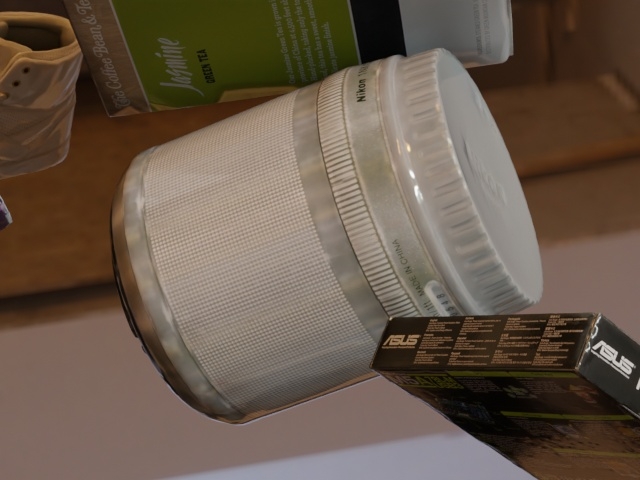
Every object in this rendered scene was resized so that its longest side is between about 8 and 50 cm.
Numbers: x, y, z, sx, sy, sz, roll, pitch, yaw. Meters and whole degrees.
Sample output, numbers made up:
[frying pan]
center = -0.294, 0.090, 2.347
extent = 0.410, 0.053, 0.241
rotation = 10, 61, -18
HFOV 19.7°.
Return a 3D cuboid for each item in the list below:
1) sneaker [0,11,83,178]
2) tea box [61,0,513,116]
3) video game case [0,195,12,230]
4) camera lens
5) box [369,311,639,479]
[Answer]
[sneaker]
center = -0.336, -0.121, 1.638
extent = 0.108, 0.292, 0.169
rotation = 42, -45, 24
[tea box]
center = -0.035, -0.303, 1.397
extent = 0.220, 0.323, 0.329
rotation = 77, 8, -59
[video game case]
center = -0.272, -0.014, 0.737
extent = 0.210, 0.232, 0.042
rotation = 46, -13, 32
[camera lens]
center = 0.000, 0.000, 1.353
extent = 0.219, 0.274, 0.219
rotation = 57, 21, -36
[box]
center = 0.155, 0.105, 1.134
extent = 0.190, 0.184, 0.045
rotation = -5, -126, 54
